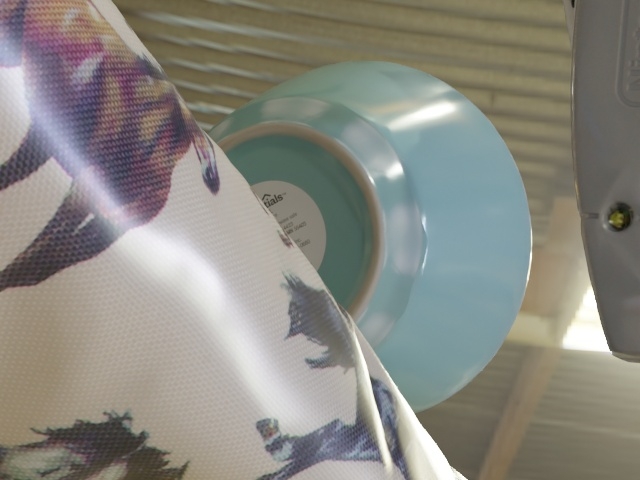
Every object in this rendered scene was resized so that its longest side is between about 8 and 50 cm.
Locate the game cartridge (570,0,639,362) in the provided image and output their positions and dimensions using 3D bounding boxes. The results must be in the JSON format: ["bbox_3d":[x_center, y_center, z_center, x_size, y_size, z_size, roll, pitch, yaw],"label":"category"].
[{"bbox_3d":[0.208,-0.088,0.554,0.196,0.294,0.060,4,-5,25],"label":"game cartridge"}]

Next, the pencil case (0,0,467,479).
[{"bbox_3d":[-0.078,0.060,0.478,0.183,0.160,0.410,-24,-53,18],"label":"pencil case"}]

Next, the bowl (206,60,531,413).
[{"bbox_3d":[0.000,0.000,1.045,0.311,0.311,0.163,-5,-2,24],"label":"bowl"}]

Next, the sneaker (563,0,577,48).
[{"bbox_3d":[0.253,-0.165,0.774,0.137,0.210,0.366,7,-32,-12],"label":"sneaker"}]
